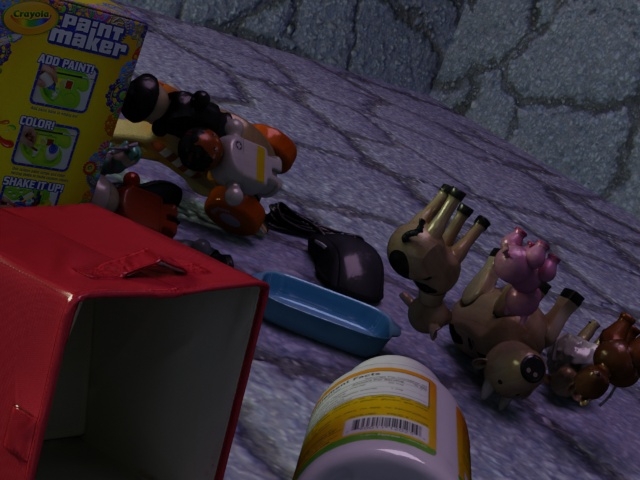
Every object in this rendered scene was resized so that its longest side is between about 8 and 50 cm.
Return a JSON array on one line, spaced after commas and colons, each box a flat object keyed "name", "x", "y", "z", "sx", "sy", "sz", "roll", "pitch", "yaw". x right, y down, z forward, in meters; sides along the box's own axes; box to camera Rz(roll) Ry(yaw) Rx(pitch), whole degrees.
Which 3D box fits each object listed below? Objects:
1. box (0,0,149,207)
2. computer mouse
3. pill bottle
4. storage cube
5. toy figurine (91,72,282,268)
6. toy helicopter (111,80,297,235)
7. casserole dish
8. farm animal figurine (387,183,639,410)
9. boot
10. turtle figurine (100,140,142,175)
[{"name": "box", "x": -0.373, "y": -0.177, "z": 1.296, "sx": 0.177, "sy": 0.279, "sz": 0.290, "roll": 8, "pitch": 21, "yaw": -40}, {"name": "computer mouse", "x": 0.000, "y": 0.000, "z": 1.603, "sx": 0.184, "sy": 0.060, "sz": 0.262, "roll": 19, "pitch": 15, "yaw": -11}, {"name": "pill bottle", "x": 0.051, "y": 0.179, "z": 0.908, "sx": 0.136, "sy": 0.136, "sz": 0.246, "roll": 21, "pitch": 15, "yaw": 1}, {"name": "storage cube", "x": -0.181, "y": 0.089, "z": 0.779, "sx": 0.193, "sy": 0.215, "sz": 0.183, "roll": 23, "pitch": 14, "yaw": 33}, {"name": "toy figurine", "x": -0.170, "y": -0.065, "z": 1.312, "sx": 0.148, "sy": 0.213, "sz": 0.209, "roll": 21, "pitch": 16, "yaw": -43}, {"name": "toy helicopter", "x": -0.223, "y": -0.144, "z": 1.588, "sx": 0.355, "sy": 0.140, "sz": 0.235, "roll": 10, "pitch": -28, "yaw": 32}, {"name": "casserole dish", "x": 0.002, "y": 0.089, "z": 1.346, "sx": 0.188, "sy": 0.037, "sz": 0.114, "roll": 20, "pitch": 15, "yaw": -2}, {"name": "farm animal figurine", "x": 0.212, "y": 0.098, "z": 1.350, "sx": 0.330, "sy": 0.172, "sz": 0.327, "roll": 36, "pitch": -3, "yaw": 3}, {"name": "boot", "x": -0.215, "y": -0.043, "z": 1.492, "sx": 0.121, "sy": 0.045, "sz": 0.099, "roll": 1, "pitch": 23, "yaw": -39}, {"name": "turtle figurine", "x": -0.329, "y": -0.121, "z": 1.473, "sx": 0.175, "sy": 0.118, "sz": 0.234, "roll": 35, "pitch": -3, "yaw": -8}]
